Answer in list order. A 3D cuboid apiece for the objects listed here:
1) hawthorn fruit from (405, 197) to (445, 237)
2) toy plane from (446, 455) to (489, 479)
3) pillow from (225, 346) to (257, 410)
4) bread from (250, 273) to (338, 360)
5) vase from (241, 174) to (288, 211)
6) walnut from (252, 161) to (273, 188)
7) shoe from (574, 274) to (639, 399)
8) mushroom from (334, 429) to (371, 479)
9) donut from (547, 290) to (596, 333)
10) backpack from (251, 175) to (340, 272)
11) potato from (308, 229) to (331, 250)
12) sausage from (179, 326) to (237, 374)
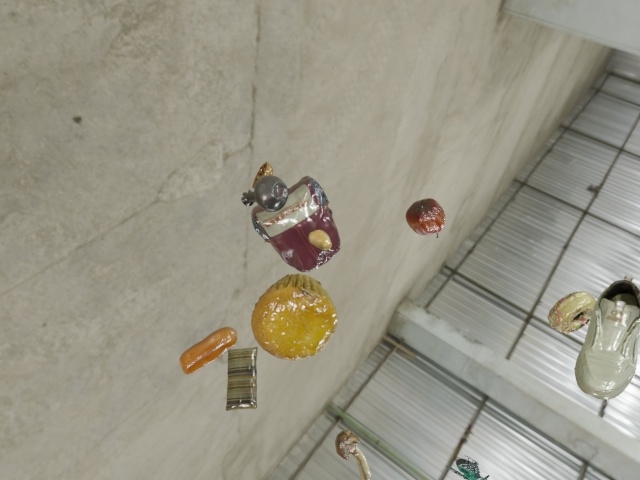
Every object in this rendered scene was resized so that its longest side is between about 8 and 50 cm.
[{"bbox_3d":[0.456,-0.083,2.082,0.157,0.156,0.194,-51,122,-20],"label":"hawthorn fruit"},{"bbox_3d":[0.679,1.035,2.174,0.096,0.234,0.060,-61,176,15],"label":"toy plane"},{"bbox_3d":[-0.264,0.462,1.644,0.038,0.113,0.204,56,28,-63],"label":"pillow"},{"bbox_3d":[-0.070,0.206,1.306,0.139,0.239,0.240,-101,-152,-64],"label":"bread"},{"bbox_3d":[-0.191,-0.151,1.626,0.120,0.182,0.120,3,86,-45],"label":"vase"},{"bbox_3d":[-0.221,-0.250,1.951,0.052,0.091,0.121,26,102,-25],"label":"walnut"},{"bbox_3d":[0.698,0.212,1.167,0.316,0.124,0.159,-55,144,-32],"label":"shoe"},{"bbox_3d":[0.089,0.536,1.196,0.060,0.061,0.187,-37,118,-20],"label":"mushroom"},{"bbox_3d":[0.850,0.245,1.646,0.174,0.068,0.175,-13,128,-16],"label":"donut"},{"bbox_3d":[-0.068,-0.044,1.815,0.283,0.317,0.197,-30,-162,6],"label":"backpack"},{"bbox_3d":[0.000,0.000,1.607,0.062,0.083,0.068,-47,148,12],"label":"potato"},{"bbox_3d":[-0.405,0.396,1.781,0.238,0.098,0.098,-32,155,0],"label":"sausage"}]
